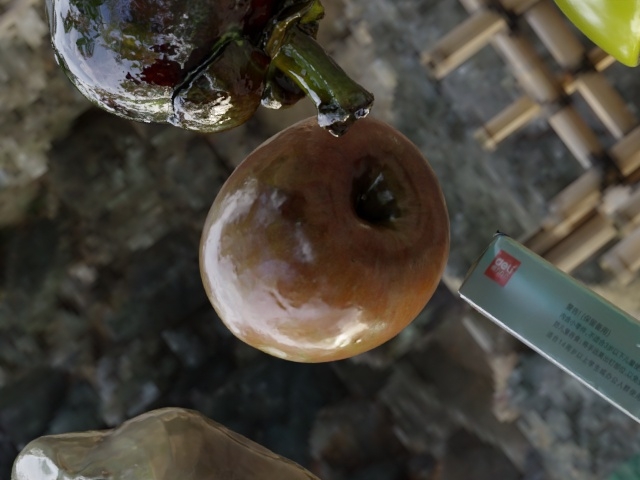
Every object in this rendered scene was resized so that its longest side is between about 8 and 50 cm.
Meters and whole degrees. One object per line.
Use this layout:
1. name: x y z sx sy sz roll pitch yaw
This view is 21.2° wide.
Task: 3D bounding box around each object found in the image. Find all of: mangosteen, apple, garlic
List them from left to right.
1. garlic: -0.085 0.177 1.192 0.217 0.110 0.228 21 171 -29
2. mangosteen: -0.082 -0.180 1.362 0.289 0.231 0.231 32 168 -1
3. apple: 0.000 0.000 1.695 0.253 0.253 0.253 50 168 15

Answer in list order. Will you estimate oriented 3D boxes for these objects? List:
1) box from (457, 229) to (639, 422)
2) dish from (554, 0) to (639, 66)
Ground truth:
1. box: 0.262 0.098 1.623 0.269 0.079 0.135 36 -178 43
2. dish: 0.194 -0.251 1.075 0.108 0.262 0.221 19 151 10
